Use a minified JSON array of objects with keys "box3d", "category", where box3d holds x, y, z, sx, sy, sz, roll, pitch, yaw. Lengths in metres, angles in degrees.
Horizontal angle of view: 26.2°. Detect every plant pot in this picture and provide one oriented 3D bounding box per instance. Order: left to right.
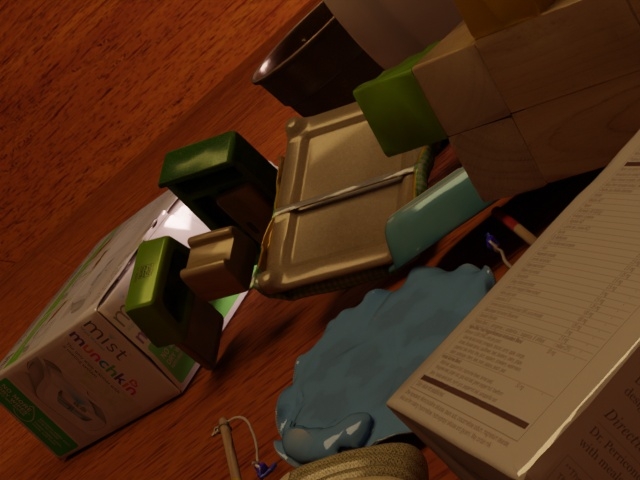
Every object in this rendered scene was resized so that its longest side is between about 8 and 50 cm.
[{"box3d":[0.048,-0.152,1.327,0.167,0.165,0.167,-41,15,13],"category":"plant pot"}]

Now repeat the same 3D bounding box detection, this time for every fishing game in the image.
[{"box3d":[0.048,0.084,0.898,0.264,0.041,0.189,-39,21,-1],"category":"fishing game"}]

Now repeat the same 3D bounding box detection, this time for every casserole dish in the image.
[{"box3d":[0.118,-0.042,0.988,0.188,0.037,0.114,-36,-4,17],"category":"casserole dish"}]

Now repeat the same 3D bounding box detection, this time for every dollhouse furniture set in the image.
[{"box3d":[0.000,0.000,1.231,0.301,0.151,0.197,-15,48,30],"category":"dollhouse furniture set"}]

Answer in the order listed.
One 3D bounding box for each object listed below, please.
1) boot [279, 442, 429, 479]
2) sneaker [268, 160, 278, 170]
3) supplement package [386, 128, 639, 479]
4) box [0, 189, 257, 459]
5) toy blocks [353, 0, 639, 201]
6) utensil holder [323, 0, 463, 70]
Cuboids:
[{"box3d":[-0.030,0.198,0.700,0.213,0.077,0.165,-35,16,14],"category":"boot"},{"box3d":[-0.110,-0.025,1.612,0.228,0.086,0.132,-23,18,31],"category":"sneaker"},{"box3d":[0.169,0.027,0.510,0.244,0.134,0.139,-46,14,-7],"category":"supplement package"},{"box3d":[-0.195,0.069,1.448,0.231,0.127,0.262,-31,18,40],"category":"box"},{"box3d":[0.242,-0.158,0.816,0.381,0.191,0.261,-16,20,41],"category":"toy blocks"},{"box3d":[0.205,-0.336,1.105,0.385,0.327,0.327,-30,19,37],"category":"utensil holder"}]
